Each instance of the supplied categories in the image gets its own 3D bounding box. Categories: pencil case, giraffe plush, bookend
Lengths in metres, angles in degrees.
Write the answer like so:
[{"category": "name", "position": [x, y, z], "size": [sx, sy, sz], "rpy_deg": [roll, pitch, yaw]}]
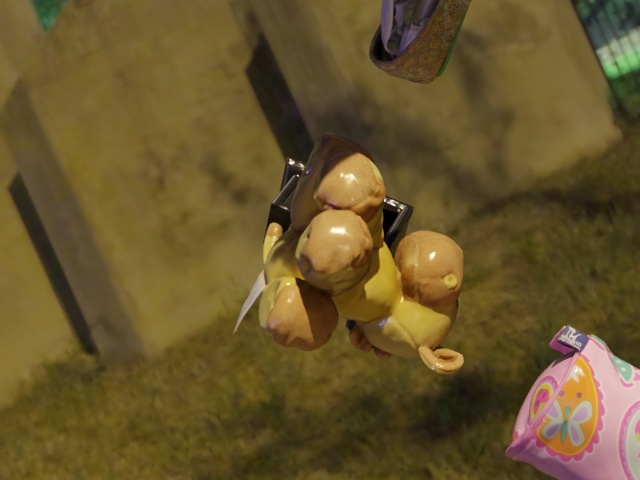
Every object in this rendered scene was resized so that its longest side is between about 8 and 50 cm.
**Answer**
[{"category": "pencil case", "position": [0.281, 0.177, 0.819], "size": [0.124, 0.284, 0.124], "rpy_deg": [-56, -10, -16]}, {"category": "giraffe plush", "position": [0.044, 0.037, 0.903], "size": [0.210, 0.170, 0.181], "rpy_deg": [125, 161, -48]}, {"category": "bookend", "position": [0.000, 0.000, 1.199], "size": [0.156, 0.157, 0.072], "rpy_deg": [-54, -17, -51]}]

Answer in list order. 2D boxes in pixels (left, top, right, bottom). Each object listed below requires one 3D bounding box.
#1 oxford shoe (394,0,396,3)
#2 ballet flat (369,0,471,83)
[{"category": "oxford shoe", "position": [0.153, -0.499, 1.605], "size": [0.132, 0.130, 0.364], "rpy_deg": [-23, 43, 47]}, {"category": "ballet flat", "position": [0.148, -0.338, 1.355], "size": [0.123, 0.123, 0.348], "rpy_deg": [-24, -29, -38]}]
